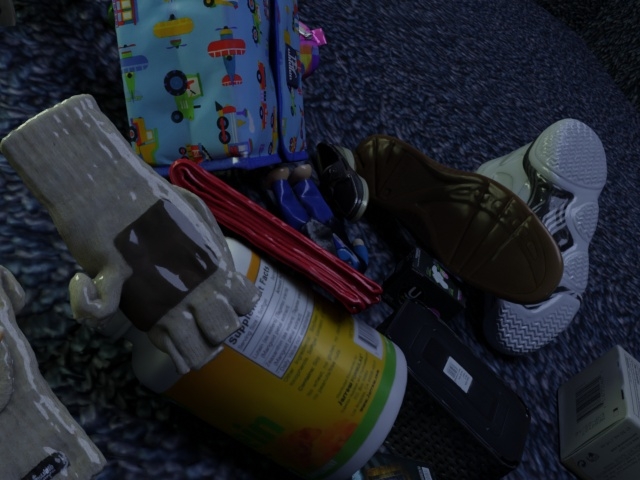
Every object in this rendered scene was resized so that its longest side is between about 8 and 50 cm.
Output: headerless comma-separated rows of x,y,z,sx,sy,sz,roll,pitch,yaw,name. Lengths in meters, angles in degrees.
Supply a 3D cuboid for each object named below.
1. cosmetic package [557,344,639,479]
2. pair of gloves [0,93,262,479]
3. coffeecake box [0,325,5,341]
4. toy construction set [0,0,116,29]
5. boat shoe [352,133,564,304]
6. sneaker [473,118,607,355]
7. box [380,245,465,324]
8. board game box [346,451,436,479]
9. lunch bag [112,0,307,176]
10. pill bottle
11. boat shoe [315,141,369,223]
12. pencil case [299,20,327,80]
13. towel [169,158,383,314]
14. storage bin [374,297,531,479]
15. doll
0.454,0.295,1.072,0.309,0.113,0.160,41,29,-7,cosmetic package
-0.176,0.042,0.560,0.204,0.042,0.240,45,73,-2,pair of gloves
-0.230,0.134,0.396,0.068,0.142,0.185,29,32,-23,coffeecake box
-0.265,-0.344,0.845,0.257,0.309,0.237,20,41,-23,toy construction set
0.179,-0.022,1.094,0.342,0.123,0.123,35,1,37,boat shoe
0.277,0.006,1.217,0.137,0.210,0.365,32,65,-20,sneaker
0.125,0.062,1.017,0.083,0.062,0.052,38,28,-9,box
0.070,0.267,0.716,0.126,0.026,0.186,22,36,-33,board game box
-0.089,-0.191,0.944,0.293,0.138,0.220,-22,107,-68,lunch bag
-0.064,0.083,0.678,0.246,0.136,0.136,34,30,-16,pill bottle
0.022,-0.076,1.086,0.049,0.056,0.152,22,26,-26,boat shoe
-0.091,-0.252,1.115,0.104,0.104,0.236,49,32,10,pencil case
-0.032,0.004,0.779,0.199,0.031,0.275,34,-1,4,towel
0.116,0.161,0.854,0.180,0.084,0.122,45,29,0,storage bin
0.000,0.000,0.959,0.129,0.046,0.189,-10,60,-44,doll
